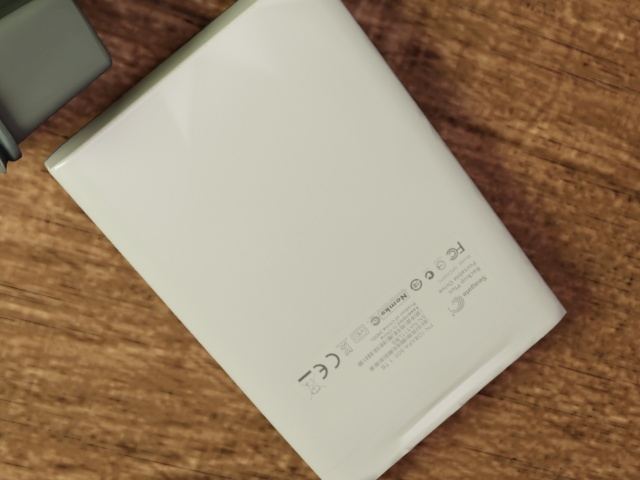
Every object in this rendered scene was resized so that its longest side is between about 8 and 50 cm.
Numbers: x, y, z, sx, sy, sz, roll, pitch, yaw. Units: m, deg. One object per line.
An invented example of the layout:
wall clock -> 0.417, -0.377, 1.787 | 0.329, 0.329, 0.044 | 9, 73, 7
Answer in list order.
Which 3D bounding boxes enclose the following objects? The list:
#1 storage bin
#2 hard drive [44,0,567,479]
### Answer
storage bin -> -0.188, -0.108, 0.850 | 0.091, 0.135, 0.098 | -38, 112, -16
hard drive -> 0.000, 0.000, 0.970 | 0.210, 0.040, 0.318 | -40, 114, -3
